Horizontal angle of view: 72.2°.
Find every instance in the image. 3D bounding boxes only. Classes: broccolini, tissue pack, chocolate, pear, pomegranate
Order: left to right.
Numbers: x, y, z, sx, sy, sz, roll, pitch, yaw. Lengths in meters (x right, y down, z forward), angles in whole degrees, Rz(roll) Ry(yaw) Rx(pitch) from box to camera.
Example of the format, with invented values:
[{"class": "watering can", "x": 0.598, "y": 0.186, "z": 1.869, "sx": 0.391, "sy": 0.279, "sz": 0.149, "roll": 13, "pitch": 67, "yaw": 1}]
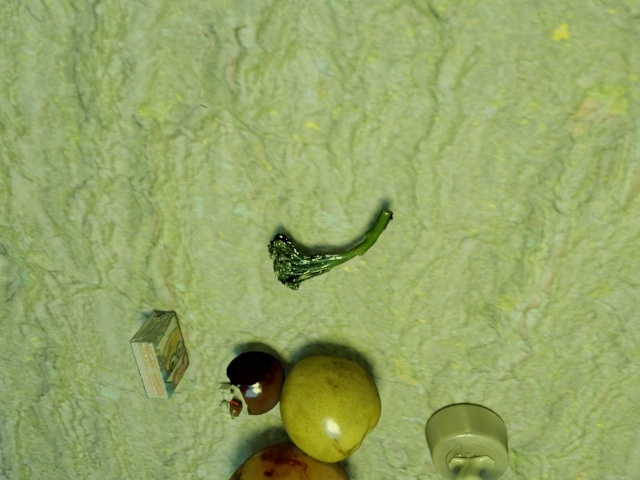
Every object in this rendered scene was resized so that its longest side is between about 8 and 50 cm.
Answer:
[{"class": "tissue pack", "x": -0.345, "y": 0.247, "z": 0.955, "sx": 0.065, "sy": 0.115, "sz": 0.155, "roll": -2, "pitch": 114, "yaw": 10}, {"class": "chocolate", "x": -0.136, "y": 0.311, "z": 0.949, "sx": 0.127, "sy": 0.124, "sz": 0.133, "roll": 10, "pitch": 144, "yaw": 18}, {"class": "pomegranate", "x": -0.063, "y": 0.617, "z": 0.976, "sx": 0.319, "sy": 0.319, "sz": 0.319, "roll": 4, "pitch": 114, "yaw": 8}, {"class": "broccolini", "x": 0.008, "y": -0.003, "z": 0.814, "sx": 0.271, "sy": 0.062, "sz": 0.123, "roll": -31, "pitch": 120, "yaw": 26}, {"class": "pear", "x": 0.013, "y": 0.332, "z": 0.889, "sx": 0.209, "sy": 0.209, "sz": 0.209, "roll": 4, "pitch": 114, "yaw": 8}]

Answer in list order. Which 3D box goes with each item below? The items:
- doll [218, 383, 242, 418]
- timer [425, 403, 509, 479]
[{"class": "doll", "x": -0.211, "y": 0.377, "z": 1.033, "sx": 0.058, "sy": 0.040, "sz": 0.085, "roll": 16, "pitch": 116, "yaw": 14}, {"class": "timer", "x": 0.303, "y": 0.483, "z": 0.865, "sx": 0.175, "sy": 0.266, "sz": 0.175, "roll": 4, "pitch": 114, "yaw": 8}]
